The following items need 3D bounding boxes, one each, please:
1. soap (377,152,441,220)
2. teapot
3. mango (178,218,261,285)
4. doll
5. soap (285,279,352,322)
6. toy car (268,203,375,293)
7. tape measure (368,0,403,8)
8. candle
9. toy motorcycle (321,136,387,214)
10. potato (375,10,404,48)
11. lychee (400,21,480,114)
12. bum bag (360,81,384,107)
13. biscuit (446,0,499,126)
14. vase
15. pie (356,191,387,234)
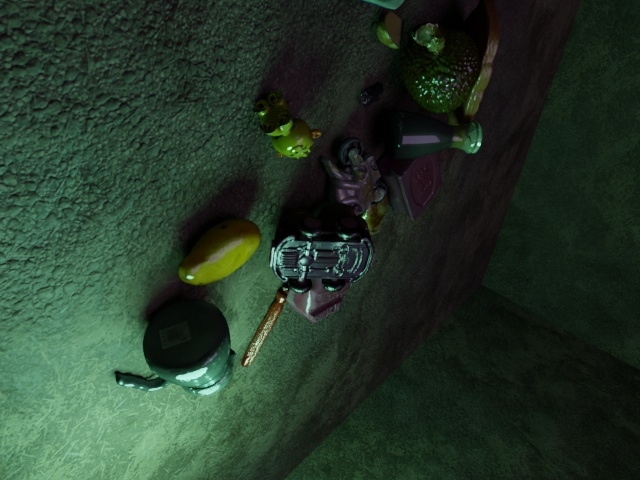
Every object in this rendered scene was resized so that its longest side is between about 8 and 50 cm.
[{"bbox_3d":[0.368,-0.267,1.934,0.233,0.128,0.360,-53,150,-10],"label":"soap"},{"bbox_3d":[-0.370,0.346,1.325,0.305,0.223,0.285,-47,154,-24],"label":"teapot"},{"bbox_3d":[-0.275,0.029,1.289,0.262,0.109,0.157,-30,148,-32],"label":"mango"},{"bbox_3d":[-0.088,-0.291,1.285,0.142,0.136,0.221,-29,158,13],"label":"doll"},{"bbox_3d":[-0.005,0.184,1.741,0.324,0.127,0.221,-9,122,-65],"label":"soap"},{"bbox_3d":[0.000,0.000,1.540,0.340,0.241,0.272,2,129,-15],"label":"toy car"},{"bbox_3d":[0.151,-0.745,1.207,0.262,0.138,0.260,-16,128,-48],"label":"tape measure"},{"bbox_3d":[-0.193,0.308,1.699,0.051,0.048,0.330,24,97,-45],"label":"candle"},{"bbox_3d":[0.106,-0.194,1.636,0.223,0.108,0.341,-42,140,-5],"label":"toy motorcycle"},{"bbox_3d":[0.197,-0.637,1.433,0.103,0.066,0.096,21,75,-49],"label":"potato"},{"bbox_3d":[0.394,-0.571,1.582,0.270,0.269,0.320,-38,153,-31],"label":"lychee"},{"bbox_3d":[0.168,-0.474,1.557,0.124,0.034,0.058,-34,132,-36],"label":"bum bag"},{"bbox_3d":[0.545,-0.633,1.748,0.078,0.350,0.456,3,124,-6],"label":"biscuit"},{"bbox_3d":[0.400,-0.369,1.694,0.320,0.173,0.174,1,125,-9],"label":"vase"},{"bbox_3d":[0.205,-0.118,1.865,0.178,0.084,0.206,-6,115,-52],"label":"pie"}]
